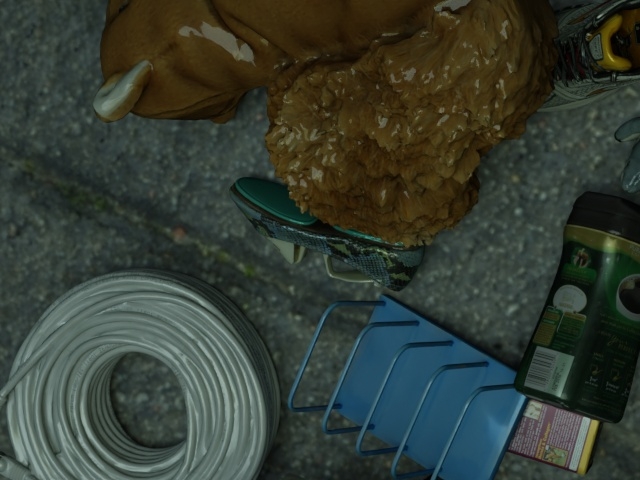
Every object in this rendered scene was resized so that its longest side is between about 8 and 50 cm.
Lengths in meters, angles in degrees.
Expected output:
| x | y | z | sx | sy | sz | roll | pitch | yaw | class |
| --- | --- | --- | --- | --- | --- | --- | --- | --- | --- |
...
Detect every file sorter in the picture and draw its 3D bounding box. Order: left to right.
| x | y | z | sx | sy | sz | roll | pitch | yaw | class |
| --- | --- | --- | --- | --- | --- | --- | --- | --- | --- |
| 0.074 | 0.137 | 1.599 | 0.170 | 0.104 | 0.118 | 30 | 105 | 30 | file sorter |

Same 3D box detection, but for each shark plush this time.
| x | y | z | sx | sy | sz | roll | pitch | yaw | class |
| --- | --- | --- | --- | --- | --- | --- | --- | --- | --- |
| 0.315 | -0.099 | 1.538 | 0.161 | 0.067 | 0.073 | -38 | 85 | 17 | shark plush |

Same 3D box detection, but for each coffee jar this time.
| x | y | z | sx | sy | sz | roll | pitch | yaw | class |
| --- | --- | --- | --- | --- | --- | --- | --- | --- | --- |
| 0.233 | 0.055 | 1.550 | 0.079 | 0.096 | 0.184 | 15 | 85 | 49 | coffee jar |

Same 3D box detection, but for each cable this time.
| x | y | z | sx | sy | sz | roll | pitch | yaw | class |
| --- | --- | --- | --- | --- | --- | --- | --- | --- | --- |
| -0.163 | 0.154 | 1.708 | 0.257 | 0.089 | 0.257 | 36 | 104 | 10 | cable |

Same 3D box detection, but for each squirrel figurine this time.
| x | y | z | sx | sy | sz | roll | pitch | yaw | class |
| --- | --- | --- | --- | --- | --- | --- | --- | --- | --- |
| -0.010 | -0.173 | 1.530 | 0.370 | 0.281 | 0.397 | -33 | 80 | 25 | squirrel figurine |

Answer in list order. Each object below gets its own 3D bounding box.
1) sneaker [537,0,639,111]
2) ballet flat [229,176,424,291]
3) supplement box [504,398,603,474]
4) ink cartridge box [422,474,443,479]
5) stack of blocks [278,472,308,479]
| x | y | z | sx | sy | sz | roll | pitch | yaw | class |
| --- | --- | --- | --- | --- | --- | --- | --- | --- | --- |
| 0.234 | -0.165 | 1.531 | 0.225 | 0.093 | 0.088 | -19 | 87 | 36 | sneaker |
| 0.000 | 0.000 | 1.654 | 0.188 | 0.070 | 0.070 | 20 | 102 | 18 | ballet flat |
| 0.202 | 0.165 | 1.616 | 0.083 | 0.043 | 0.055 | 17 | 101 | 14 | supplement box |
| 0.032 | 0.368 | 1.557 | 0.072 | 0.303 | 0.307 | 24 | 102 | 15 | ink cartridge box |
| -0.021 | 0.294 | 1.567 | 0.087 | 0.297 | 0.171 | 21 | 102 | 16 | stack of blocks |
